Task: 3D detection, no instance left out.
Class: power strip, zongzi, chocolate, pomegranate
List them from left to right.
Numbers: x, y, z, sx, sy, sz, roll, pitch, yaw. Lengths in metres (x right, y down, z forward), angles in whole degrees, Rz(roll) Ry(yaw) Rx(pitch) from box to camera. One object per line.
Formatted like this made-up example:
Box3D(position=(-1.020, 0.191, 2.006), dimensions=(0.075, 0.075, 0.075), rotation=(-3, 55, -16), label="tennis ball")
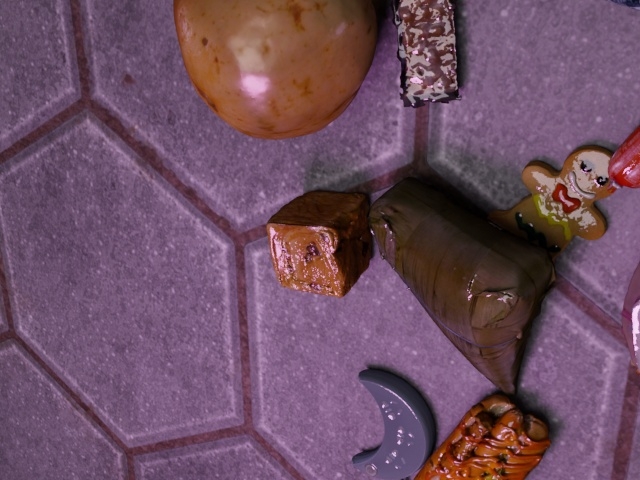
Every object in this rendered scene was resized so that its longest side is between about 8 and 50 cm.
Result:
Box3D(position=(-0.052, -0.321, 1.244), dimensions=(0.342, 0.342, 0.343), rotation=(13, 116, 28), label="pomegranate")
Box3D(position=(0.138, 0.378, 1.556), dimensions=(0.167, 0.054, 0.253), rotation=(14, 116, 29), label="power strip")
Box3D(position=(0.159, -0.369, 1.222), dimensions=(0.102, 0.065, 0.329), rotation=(0, 112, 18), label="chocolate")
Box3D(position=(0.225, 0.087, 1.351), dimensions=(0.323, 0.160, 0.360), rotation=(41, 158, 35), label="zongzi")

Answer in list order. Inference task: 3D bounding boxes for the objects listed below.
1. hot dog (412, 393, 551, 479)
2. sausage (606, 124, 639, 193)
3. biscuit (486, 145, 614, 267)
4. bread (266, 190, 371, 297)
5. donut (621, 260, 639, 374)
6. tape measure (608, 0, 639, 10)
Box3D(position=(0.275, 0.425, 1.448), dimensions=(0.158, 0.117, 0.349), rotation=(38, 125, 13), label="hot dog")
Box3D(position=(0.485, -0.162, 1.088), dimensions=(0.074, 0.074, 0.274), rotation=(44, 128, 9), label="sausage")
Box3D(position=(0.364, -0.049, 1.241), dimensions=(0.158, 0.035, 0.240), rotation=(42, 127, 8), label="biscuit")
Box3D(position=(0.000, 0.000, 1.430), dimensions=(0.158, 0.143, 0.149), rotation=(14, 123, 28), label="bread")
Box3D(position=(0.605, 0.111, 1.083), dimensions=(0.382, 0.142, 0.383), rotation=(12, 115, 28), label="donut")
Box3D(position=(0.421, -0.414, 0.980), dimensions=(0.275, 0.147, 0.256), rotation=(40, 128, 8), label="tape measure")
